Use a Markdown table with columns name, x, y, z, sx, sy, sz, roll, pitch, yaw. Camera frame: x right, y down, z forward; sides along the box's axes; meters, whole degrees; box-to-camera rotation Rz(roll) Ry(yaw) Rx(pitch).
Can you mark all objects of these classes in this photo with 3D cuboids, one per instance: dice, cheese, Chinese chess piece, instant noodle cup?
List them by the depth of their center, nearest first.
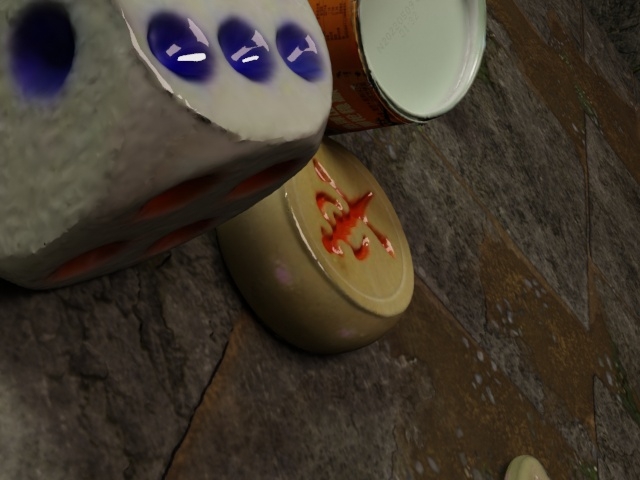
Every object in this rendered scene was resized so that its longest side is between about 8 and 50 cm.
| name | x | y | z | sx | sy | sz | roll | pitch | yaw |
| --- | --- | --- | --- | --- | --- | --- | --- | --- | --- |
| dice | -0.155 | -0.121 | 0.712 | 0.259 | 0.251 | 0.243 | -14 | 75 | -57 |
| Chinese chess piece | 0.000 | 0.000 | 0.979 | 0.251 | 0.097 | 0.250 | 36 | 38 | -34 |
| instant noodle cup | 0.036 | -0.245 | 1.014 | 0.296 | 0.214 | 0.296 | -8 | 101 | -45 |
| cheese | 0.248 | 0.342 | 1.099 | 0.097 | 0.037 | 0.192 | 58 | 30 | 0 |
